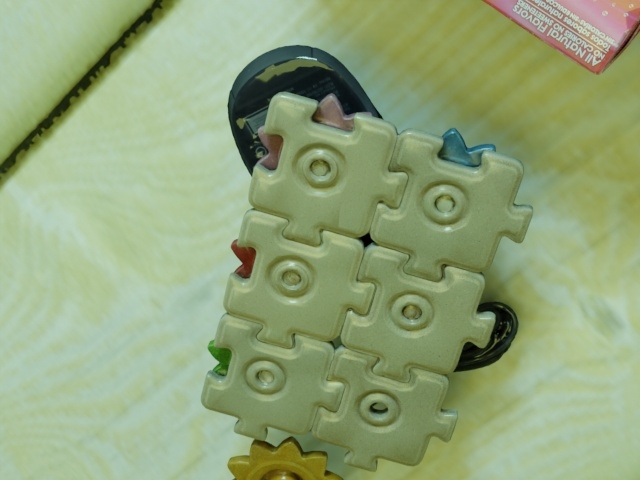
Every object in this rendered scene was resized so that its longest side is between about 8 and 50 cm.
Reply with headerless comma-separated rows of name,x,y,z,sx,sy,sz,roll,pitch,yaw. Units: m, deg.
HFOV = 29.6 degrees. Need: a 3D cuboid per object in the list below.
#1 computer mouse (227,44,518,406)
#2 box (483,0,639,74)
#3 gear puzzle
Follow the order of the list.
computer mouse,0.000,0.000,0.836,0.184,0.060,0.262,-30,106,21
box,0.095,-0.220,0.695,0.257,0.128,0.122,35,114,7
gear puzzle,0.016,0.067,0.811,0.175,0.044,0.339,16,118,0
